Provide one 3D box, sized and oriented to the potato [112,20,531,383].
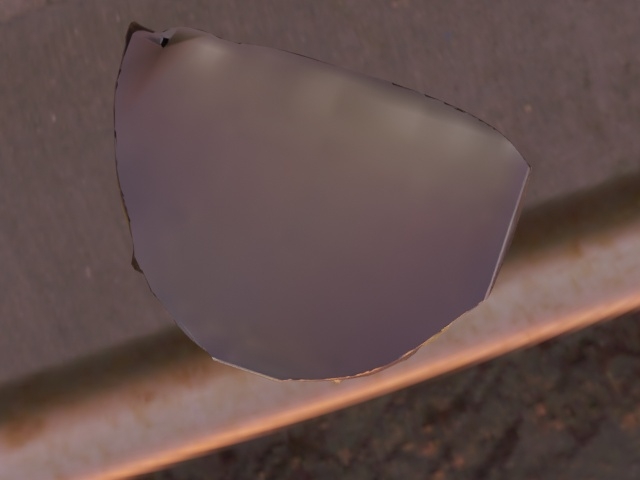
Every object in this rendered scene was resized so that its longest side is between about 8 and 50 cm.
[{"bbox_3d":[0.000,0.000,0.387,0.096,0.103,0.066,22,87,14],"label":"potato"}]
